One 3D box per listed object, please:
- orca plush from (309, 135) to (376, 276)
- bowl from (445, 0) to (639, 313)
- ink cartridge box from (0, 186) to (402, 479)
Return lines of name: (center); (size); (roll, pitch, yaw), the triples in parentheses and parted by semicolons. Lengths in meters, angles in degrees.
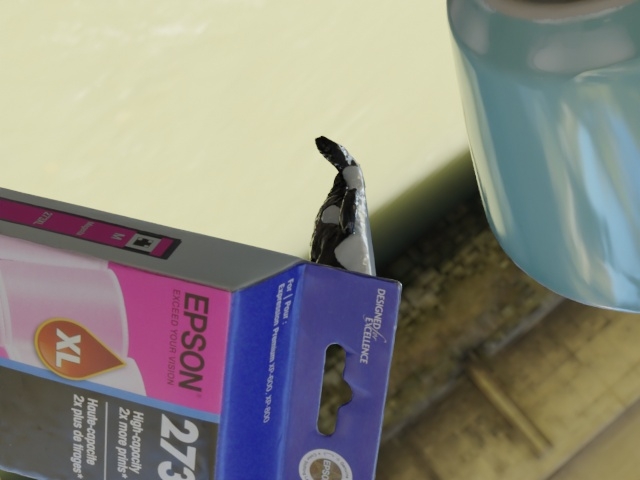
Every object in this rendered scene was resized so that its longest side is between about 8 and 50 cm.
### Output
orca plush: (0.000, 0.000, 1.491); (0.102, 0.287, 0.151); (-9, 140, 4)
bowl: (0.192, -0.133, 0.771); (0.311, 0.311, 0.163); (-40, 127, -1)
ink cartridge box: (-0.143, 0.069, 0.889); (0.069, 0.371, 0.176); (-60, 159, -60)
